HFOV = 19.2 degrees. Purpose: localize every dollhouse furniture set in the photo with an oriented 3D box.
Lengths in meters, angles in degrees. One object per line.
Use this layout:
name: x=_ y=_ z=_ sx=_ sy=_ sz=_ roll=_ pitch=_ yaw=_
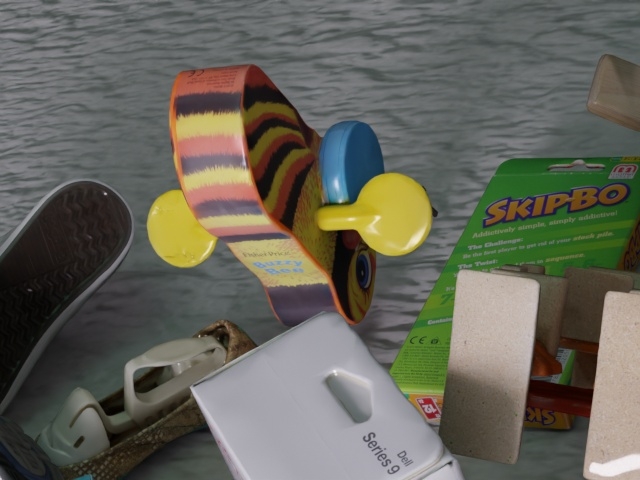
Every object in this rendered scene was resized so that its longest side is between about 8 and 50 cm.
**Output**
dollhouse furniture set: x=0.206 y=0.095 z=0.995 sx=0.259 sy=0.135 sz=0.262 roll=8 pitch=3 yaw=22

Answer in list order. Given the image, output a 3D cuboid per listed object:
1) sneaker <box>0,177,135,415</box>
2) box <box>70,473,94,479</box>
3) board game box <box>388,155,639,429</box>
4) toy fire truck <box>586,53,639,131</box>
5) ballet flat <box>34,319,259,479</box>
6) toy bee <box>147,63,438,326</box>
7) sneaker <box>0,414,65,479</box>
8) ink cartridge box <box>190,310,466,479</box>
sneaker: x=-0.253 y=0.077 z=1.382 sx=0.290 sy=0.106 sz=0.123 roll=-41 pitch=2 yaw=-17
box: x=-0.230 y=0.228 z=1.113 sx=0.244 sy=0.100 sz=0.060 roll=-18 pitch=31 yaw=1
board game box: x=0.143 y=0.027 z=1.276 sx=0.124 sy=0.039 sz=0.259 roll=1 pitch=40 yaw=28
toy fire truck: x=0.292 y=-0.036 z=1.195 sx=0.246 sy=0.158 sz=0.217 roll=-4 pitch=35 yaw=36
ballet flat: x=-0.131 y=0.114 z=1.259 sx=0.206 sy=0.067 sz=0.073 roll=-32 pitch=36 yaw=-18
toy bee: x=0.000 y=0.000 z=1.266 sx=0.195 sy=0.298 sz=0.162 roll=-13 pitch=68 yaw=45
sneaker: x=-0.293 y=0.114 z=1.228 sx=0.129 sy=0.111 sz=0.297 roll=-48 pitch=58 yaw=5
ink cartridge box: x=0.031 y=0.163 z=0.964 sx=0.093 sy=0.212 sz=0.154 roll=-28 pitch=34 yaw=-10
